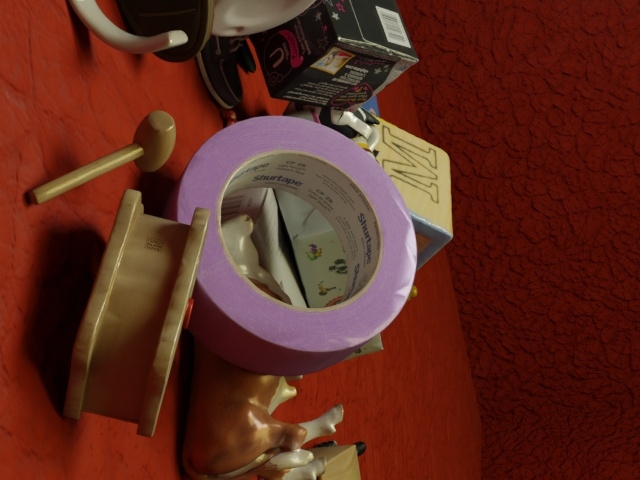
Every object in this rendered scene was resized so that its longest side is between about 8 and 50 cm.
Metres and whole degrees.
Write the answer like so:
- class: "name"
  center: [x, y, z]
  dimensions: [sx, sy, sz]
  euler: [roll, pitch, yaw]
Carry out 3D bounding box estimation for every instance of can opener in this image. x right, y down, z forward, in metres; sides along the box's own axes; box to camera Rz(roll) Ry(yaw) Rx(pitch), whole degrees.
- class: "can opener"
  center: [-0.104, -0.291, 1.466]
  dimensions: [0.186, 0.059, 0.073]
  euler: [51, 33, -64]

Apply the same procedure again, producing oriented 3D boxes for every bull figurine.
- class: "bull figurine"
  center: [-0.071, 0.127, 1.154]
  dimensions: [0.101, 0.188, 0.310]
  euler: [128, -31, -65]

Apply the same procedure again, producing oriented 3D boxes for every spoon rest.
- class: "spoon rest"
  center: [-0.224, -0.300, 0.979]
  dimensions: [0.276, 0.084, 0.137]
  euler: [66, 15, -8]

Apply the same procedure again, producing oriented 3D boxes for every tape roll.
- class: "tape roll"
  center: [-0.036, 0.004, 1.118]
  dimensions: [0.090, 0.275, 0.275]
  euler: [132, -39, -56]

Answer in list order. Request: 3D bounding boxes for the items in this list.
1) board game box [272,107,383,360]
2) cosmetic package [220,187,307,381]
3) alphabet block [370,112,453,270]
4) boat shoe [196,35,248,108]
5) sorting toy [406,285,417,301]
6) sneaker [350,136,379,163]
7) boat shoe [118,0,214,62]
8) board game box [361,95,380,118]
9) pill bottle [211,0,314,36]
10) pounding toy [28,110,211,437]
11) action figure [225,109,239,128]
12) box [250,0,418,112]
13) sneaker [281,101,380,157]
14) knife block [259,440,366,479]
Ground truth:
- class: "board game box"
  center: [0.000, 0.000, 1.450]
  dimensions: [0.303, 0.097, 0.224]
  euler: [78, -5, -52]
- class: "cosmetic package"
  center: [-0.079, 0.057, 1.304]
  dimensions: [0.117, 0.085, 0.231]
  euler: [-77, 153, -59]
- class: "alphabet block"
  center: [0.090, -0.062, 1.712]
  dimensions: [0.193, 0.192, 0.197]
  euler: [26, 44, -22]
- class: "boat shoe"
  center: [-0.128, -0.266, 1.337]
  dimensions: [0.075, 0.065, 0.206]
  euler: [-78, 156, -55]
- class: "sorting toy"
  center: [0.101, 0.066, 1.957]
  dimensions: [0.365, 0.126, 0.127]
  euler: [54, 31, -64]
- class: "sneaker"
  center: [0.063, -0.064, 1.436]
  dimensions: [0.185, 0.069, 0.084]
  euler: [59, 8, -60]
- class: "boat shoe"
  center: [-0.175, -0.349, 1.098]
  dimensions: [0.104, 0.111, 0.307]
  euler: [-68, 147, -63]
- class: "board game box"
  center: [0.070, -0.157, 2.065]
  dimensions: [0.347, 0.078, 0.233]
  euler: [-50, 130, -72]
- class: "pill bottle"
  center: [-0.113, -0.400, 1.210]
  dimensions: [0.160, 0.160, 0.283]
  euler: [20, 49, -75]
- class: "pounding toy"
  center: [-0.186, 0.028, 0.912]
  dimensions: [0.154, 0.155, 0.269]
  euler: [114, -11, -58]
- class: "action figure"
  center: [-0.108, -0.134, 1.424]
  dimensions: [0.038, 0.030, 0.115]
  euler: [-79, 155, -43]
- class: "box"
  center: [-0.002, -0.315, 1.374]
  dimensions: [0.163, 0.142, 0.247]
  euler: [4, 61, -45]
- class: "sneaker"
  center: [0.012, -0.158, 1.533]
  dimensions: [0.094, 0.153, 0.235]
  euler: [-59, -174, -20]
- class: "knife block"
  center: [0.004, 0.330, 1.469]
  dimensions: [0.242, 0.088, 0.275]
  euler: [-84, 160, -49]
